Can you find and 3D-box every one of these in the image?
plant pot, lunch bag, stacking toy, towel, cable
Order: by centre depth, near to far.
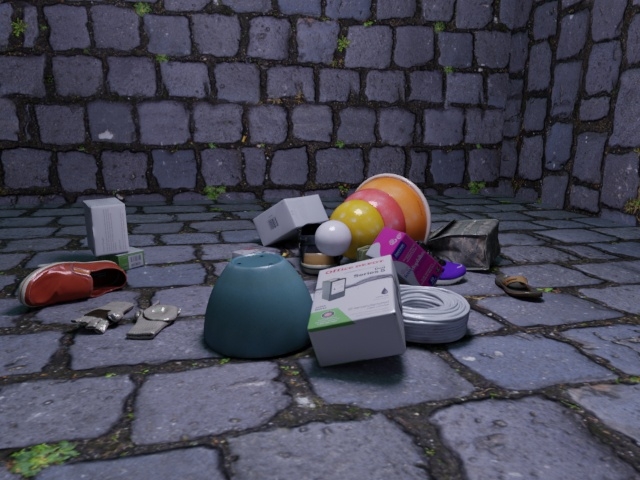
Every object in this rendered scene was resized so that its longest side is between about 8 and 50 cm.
[{"bbox_3d":[-0.153,0.141,1.300,0.291,0.195,0.290,-2,14,0],"label":"plant pot"},{"bbox_3d":[0.262,0.193,1.369,0.258,0.089,0.257,-1,14,-7],"label":"cable"},{"bbox_3d":[0.159,0.088,1.682,0.110,0.147,0.027,-9,10,-38],"label":"towel"},{"bbox_3d":[0.138,-0.049,1.798,0.351,0.350,0.480,10,14,35],"label":"stacking toy"},{"bbox_3d":[0.534,0.010,2.019,0.287,0.168,0.235,0,14,30],"label":"lunch bag"}]

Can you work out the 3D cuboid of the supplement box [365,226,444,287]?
[{"bbox_3d":[0.265,0.068,1.614,0.220,0.111,0.114,38,-8,-30],"label":"supplement box"}]

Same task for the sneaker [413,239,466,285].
[{"bbox_3d":[0.360,0.072,1.766,0.294,0.145,0.102,-1,13,-8],"label":"sneaker"}]

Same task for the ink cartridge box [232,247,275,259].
[{"bbox_3d":[-0.249,0.070,1.937,0.135,0.056,0.099,10,15,37],"label":"ink cartridge box"}]

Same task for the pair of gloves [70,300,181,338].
[{"bbox_3d":[-0.509,0.201,1.389,0.241,0.042,0.204,4,13,11],"label":"pair of gloves"}]

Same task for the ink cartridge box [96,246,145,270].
[{"bbox_3d":[-0.767,0.059,1.943,0.209,0.062,0.109,10,17,36],"label":"ink cartridge box"}]

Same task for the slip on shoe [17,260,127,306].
[{"bbox_3d":[-0.731,0.127,1.552,0.102,0.122,0.331,14,13,31],"label":"slip on shoe"}]

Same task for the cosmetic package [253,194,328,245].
[{"bbox_3d":[-0.129,-0.089,2.276,0.224,0.138,0.225,-28,-8,40],"label":"cosmetic package"}]

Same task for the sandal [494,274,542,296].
[{"bbox_3d":[0.640,0.138,1.687,0.090,0.060,0.219,-1,13,-5],"label":"sandal"}]

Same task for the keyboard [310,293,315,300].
[{"bbox_3d":[-0.043,0.198,1.488,0.072,0.014,0.256,0,13,-2],"label":"keyboard"}]

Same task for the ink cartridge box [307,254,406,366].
[{"bbox_3d":[0.090,0.160,1.234,0.199,0.114,0.272,-13,23,11],"label":"ink cartridge box"}]

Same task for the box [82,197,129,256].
[{"bbox_3d":[-0.783,-0.053,1.885,0.119,0.180,0.182,-8,17,-31],"label":"box"}]

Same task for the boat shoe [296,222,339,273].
[{"bbox_3d":[0.000,0.000,2.051,0.187,0.155,0.500,-1,12,1],"label":"boat shoe"}]
